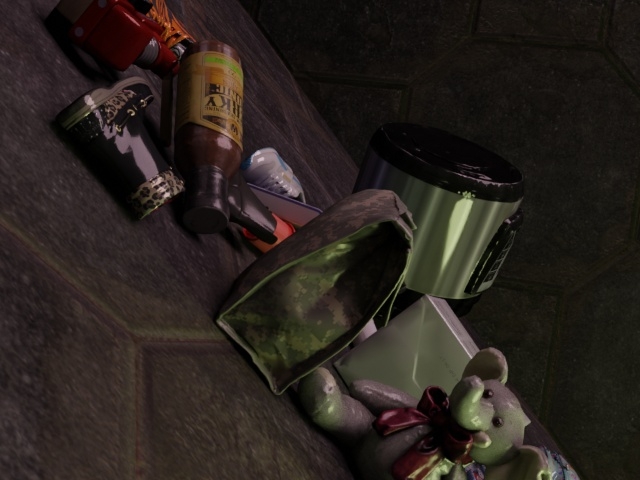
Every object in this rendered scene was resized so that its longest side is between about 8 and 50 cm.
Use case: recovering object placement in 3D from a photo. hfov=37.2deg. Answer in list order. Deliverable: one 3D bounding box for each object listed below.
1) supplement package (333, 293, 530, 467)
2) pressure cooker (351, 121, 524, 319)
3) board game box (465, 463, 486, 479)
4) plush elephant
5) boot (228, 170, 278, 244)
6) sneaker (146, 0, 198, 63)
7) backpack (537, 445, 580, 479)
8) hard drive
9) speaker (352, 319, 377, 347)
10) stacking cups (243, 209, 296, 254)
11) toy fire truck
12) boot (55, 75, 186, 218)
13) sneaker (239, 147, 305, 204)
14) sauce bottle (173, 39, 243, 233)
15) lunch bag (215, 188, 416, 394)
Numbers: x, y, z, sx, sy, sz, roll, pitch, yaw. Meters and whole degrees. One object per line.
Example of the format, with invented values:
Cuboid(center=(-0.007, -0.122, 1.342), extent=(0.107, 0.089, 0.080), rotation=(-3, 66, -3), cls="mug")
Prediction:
Cuboid(center=(0.189, 0.258, 1.606), extent=(0.262, 0.204, 0.145), rotation=(56, 12, 17), cls="supplement package")
Cuboid(center=(0.229, -0.018, 2.154), extent=(0.370, 0.420, 0.375), rotation=(9, 23, -27), cls="pressure cooker")
Cuboid(center=(0.297, 0.481, 1.738), extent=(0.194, 0.060, 0.194), rotation=(48, 11, -24), cls="board game box")
Cuboid(center=(0.178, 0.280, 1.350), extent=(0.330, 0.255, 0.272), rotation=(40, 17, -50), cls="plush elephant")
Cuboid(center=(-0.134, -0.076, 1.604), extent=(0.137, 0.077, 0.198), rotation=(32, 31, -21), cls="boot")
Cuboid(center=(-0.318, -0.418, 1.859), extent=(0.180, 0.124, 0.321), rotation=(50, 11, -10), cls="sneaker")
Cuboid(center=(0.467, 0.535, 1.995), extent=(0.144, 0.166, 0.188), rotation=(49, 8, -13), cls="backpack")
Cuboid(center=(0.000, 0.000, 1.828), extent=(0.210, 0.040, 0.318), rotation=(21, -11, 38), cls="hard drive")
Cuboid(center=(0.087, 0.190, 1.800), extent=(0.055, 0.055, 0.136), rotation=(46, 12, -31), cls="speaker")
Cuboid(center=(-0.016, 0.042, 1.728), extent=(0.316, 0.096, 0.096), rotation=(42, 15, -45), cls="stacking cups")
Cuboid(center=(-0.302, -0.292, 1.540), extent=(0.246, 0.158, 0.217), rotation=(44, 9, 7), cls="toy fire truck")
Cuboid(center=(-0.254, -0.130, 1.315), extent=(0.178, 0.085, 0.236), rotation=(54, 17, -6), cls="boot")
Cuboid(center=(-0.094, -0.121, 1.957), extent=(0.092, 0.087, 0.228), rotation=(59, 14, 22), cls="sneaker")
Cuboid(center=(-0.175, -0.164, 1.499), extent=(0.111, 0.111, 0.344), rotation=(42, 35, -46), cls="sauce bottle")
Cuboid(center=(0.020, 0.050, 1.343), extent=(0.169, 0.287, 0.235), rotation=(51, 10, -8), cls="lunch bag")
